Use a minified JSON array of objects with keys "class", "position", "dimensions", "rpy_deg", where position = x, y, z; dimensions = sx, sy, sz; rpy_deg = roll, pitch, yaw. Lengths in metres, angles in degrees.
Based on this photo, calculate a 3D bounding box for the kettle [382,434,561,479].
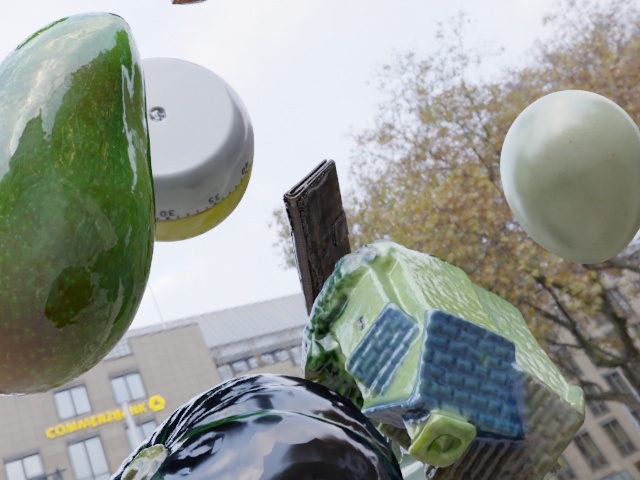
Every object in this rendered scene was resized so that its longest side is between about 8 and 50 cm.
[{"class":"kettle","position":[0.195,0.319,1.017],"dimensions":[0.255,0.165,0.240],"rpy_deg":[-34,-67,12]}]

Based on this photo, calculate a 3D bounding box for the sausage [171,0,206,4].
[{"class":"sausage","position":[-0.164,-0.556,1.346],"dimensions":[0.348,0.094,0.097],"rpy_deg":[-43,23,-31]}]

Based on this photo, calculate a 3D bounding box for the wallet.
[{"class":"wallet","position":[0.000,0.000,1.064],"dimensions":[0.124,0.042,0.230],"rpy_deg":[-48,-42,-42]}]

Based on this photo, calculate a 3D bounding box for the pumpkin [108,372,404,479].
[{"class":"pumpkin","position":[-0.036,0.223,0.445],"dimensions":[0.248,0.248,0.248],"rpy_deg":[-21,-30,-13]}]

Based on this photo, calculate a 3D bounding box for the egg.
[{"class":"egg","position":[0.348,-0.080,0.941],"dimensions":[0.189,0.188,0.253],"rpy_deg":[-28,-67,0]}]

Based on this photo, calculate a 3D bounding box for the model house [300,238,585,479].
[{"class":"model house","position":[0.099,0.136,0.600],"dimensions":[0.214,0.189,0.195],"rpy_deg":[28,-78,-28]}]

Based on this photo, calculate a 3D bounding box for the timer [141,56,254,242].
[{"class":"timer","position":[-0.229,-0.106,1.040],"dimensions":[0.285,0.285,0.285],"rpy_deg":[-21,-30,-13]}]

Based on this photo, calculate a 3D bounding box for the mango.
[{"class":"mango","position":[-0.256,-0.039,0.663],"dimensions":[0.201,0.225,0.381],"rpy_deg":[16,-95,-34]}]
